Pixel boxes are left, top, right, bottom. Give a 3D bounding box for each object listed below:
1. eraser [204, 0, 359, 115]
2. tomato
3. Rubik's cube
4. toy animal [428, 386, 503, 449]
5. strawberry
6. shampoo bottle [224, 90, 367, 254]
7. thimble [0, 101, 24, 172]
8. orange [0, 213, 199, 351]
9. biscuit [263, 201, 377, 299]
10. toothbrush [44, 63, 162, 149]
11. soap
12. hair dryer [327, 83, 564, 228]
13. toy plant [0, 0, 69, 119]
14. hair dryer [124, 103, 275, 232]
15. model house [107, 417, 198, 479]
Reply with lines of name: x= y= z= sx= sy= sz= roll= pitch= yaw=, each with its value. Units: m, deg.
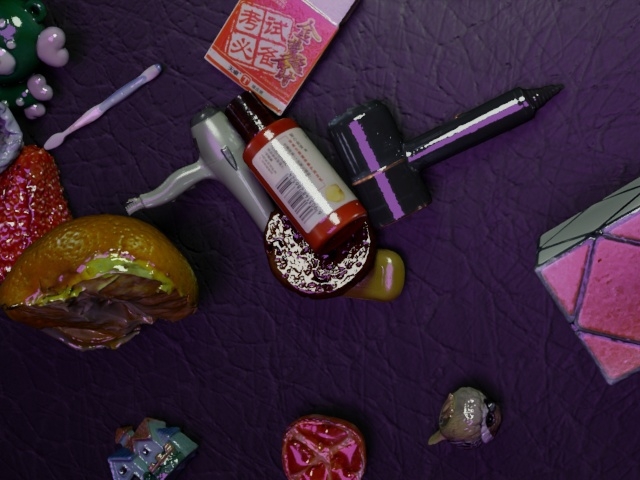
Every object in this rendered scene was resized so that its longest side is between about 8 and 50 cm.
eraser: x=-0.061 y=-0.335 z=1.498 sx=0.157 sy=0.038 sz=0.230 roll=38 pitch=113 yaw=2
tomato: x=0.011 y=0.366 z=1.638 sx=0.155 sy=0.069 sz=0.156 roll=3 pitch=100 yaw=14
Rubik's cube: x=0.448 y=0.049 z=1.370 sx=0.207 sy=0.205 sz=0.205 roll=-35 pitch=93 yaw=19
toy animal: x=0.238 y=0.302 z=1.553 sx=0.098 sy=0.098 sz=0.137 roll=31 pitch=126 yaw=6
strawberry: x=-0.532 y=-0.021 z=1.676 sx=0.188 sy=0.106 sz=0.286 roll=7 pitch=104 yaw=12
shampoo bottle: x=-0.049 y=-0.115 z=1.482 sx=0.104 sy=0.104 sz=0.278 roll=-43 pitch=77 yaw=20
thimble: x=-0.592 y=-0.169 z=1.612 sx=0.117 sy=0.151 sz=0.127 roll=13 pitch=136 yaw=43
orange: x=-0.365 y=0.073 z=1.586 sx=0.334 sy=0.196 sz=0.262 roll=-27 pitch=134 yaw=23
biscuit: x=0.000 y=0.000 z=1.532 sx=0.192 sy=0.049 sz=0.192 roll=-1 pitch=79 yaw=6
toothbrush: x=-0.372 y=-0.226 z=1.623 sx=0.269 sy=0.027 sz=0.021 roll=-30 pitch=110 yaw=20
soap: x=0.070 y=0.053 z=1.558 sx=0.140 sy=0.045 sz=0.089 roll=7 pitch=104 yaw=15
hair dryer: x=0.198 y=-0.175 z=1.454 sx=0.352 sy=0.107 sz=0.189 roll=-26 pitch=93 yaw=12
toy plant: x=-0.538 y=-0.331 z=1.597 sx=0.232 sy=0.113 sz=0.243 roll=32 pitch=126 yaw=-5
hair dryer: x=-0.169 y=-0.074 z=1.559 sx=0.219 sy=0.088 sz=0.225 roll=38 pitch=90 yaw=-12
model house: x=-0.321 y=0.386 z=1.718 sx=0.148 sy=0.119 sz=0.148 roll=39 pitch=110 yaw=12
